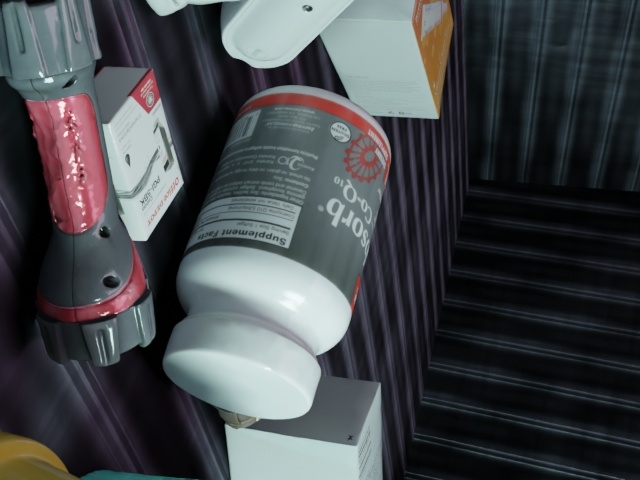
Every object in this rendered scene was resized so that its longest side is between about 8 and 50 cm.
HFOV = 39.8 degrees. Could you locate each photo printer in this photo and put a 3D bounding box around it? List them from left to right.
[{"bbox_3d":[-0.011,-0.354,0.998,0.307,0.107,0.256,-29,-134,56],"label":"photo printer"}]

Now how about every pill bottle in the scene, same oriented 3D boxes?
[{"bbox_3d":[-0.049,0.012,1.055,0.210,0.210,0.363,71,30,-55],"label":"pill bottle"}]

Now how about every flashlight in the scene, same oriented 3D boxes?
[{"bbox_3d":[-0.204,-0.048,0.716,0.103,0.103,0.304,-27,125,-37],"label":"flashlight"}]

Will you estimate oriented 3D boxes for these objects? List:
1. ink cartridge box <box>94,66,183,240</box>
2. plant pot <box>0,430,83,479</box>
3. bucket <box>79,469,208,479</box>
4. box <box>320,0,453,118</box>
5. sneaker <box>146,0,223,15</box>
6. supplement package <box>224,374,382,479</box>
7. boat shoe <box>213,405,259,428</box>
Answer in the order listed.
[{"bbox_3d":[-0.185,-0.081,0.836,0.099,0.056,0.135,-68,156,-46],"label":"ink cartridge box"},{"bbox_3d":[-0.196,0.267,0.603,0.254,0.239,0.254,6,90,-74],"label":"plant pot"},{"bbox_3d":[-0.159,0.359,0.854,0.281,0.183,0.281,5,90,-73],"label":"bucket"},{"bbox_3d":[0.124,-0.389,1.568,0.345,0.168,0.215,51,47,-67],"label":"box"},{"bbox_3d":[-0.098,-0.362,0.931,0.110,0.118,0.292,58,39,-61],"label":"sneaker"},{"bbox_3d":[-0.017,0.317,1.290,0.149,0.194,0.203,-57,149,-58],"label":"supplement package"},{"bbox_3d":[-0.063,0.104,1.215,0.096,0.117,0.324,83,24,-50],"label":"boat shoe"}]
